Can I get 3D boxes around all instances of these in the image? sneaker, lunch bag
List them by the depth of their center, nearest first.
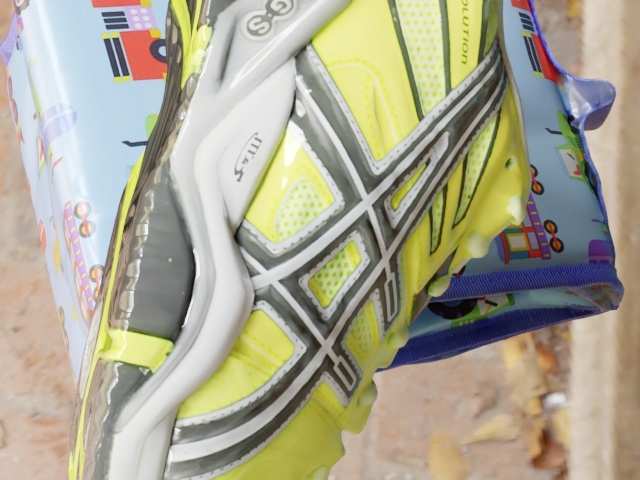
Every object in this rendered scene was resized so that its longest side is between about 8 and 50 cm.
[{"bbox_3d":[0.000,0.000,0.595,0.147,0.145,0.384,15,89,-12],"label":"sneaker"},{"bbox_3d":[0.009,-0.053,0.787,0.293,0.138,0.221,-10,67,-15],"label":"lunch bag"}]
